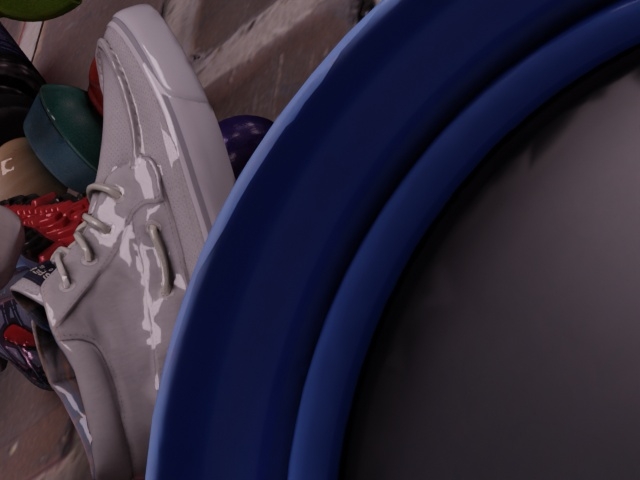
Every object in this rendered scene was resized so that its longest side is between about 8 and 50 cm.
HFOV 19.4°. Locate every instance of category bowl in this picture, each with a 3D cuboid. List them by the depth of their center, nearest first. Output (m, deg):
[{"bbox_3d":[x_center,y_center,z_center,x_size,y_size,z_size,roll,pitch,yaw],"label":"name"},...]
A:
[{"bbox_3d":[0.122,0.091,0.500,0.391,0.077,0.391,-3,85,36],"label":"bowl"}]

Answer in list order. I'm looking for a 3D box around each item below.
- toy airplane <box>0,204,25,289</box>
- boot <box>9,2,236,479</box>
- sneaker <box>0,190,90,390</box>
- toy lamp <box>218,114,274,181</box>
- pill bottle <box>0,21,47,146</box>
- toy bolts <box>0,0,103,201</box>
[{"bbox_3d":[-0.271,0.135,0.998,0.386,0.272,0.384,-33,-29,-62],"label":"toy airplane"},{"bbox_3d":[-0.106,0.000,0.986,0.095,0.123,0.258,108,144,-66],"label":"boot"},{"bbox_3d":[-0.141,0.037,1.152,0.104,0.125,0.262,-33,20,-33],"label":"sneaker"},{"bbox_3d":[0.000,0.000,0.997,0.080,0.080,0.275,-53,24,3],"label":"toy lamp"},{"bbox_3d":[-0.285,-0.114,1.504,0.123,0.123,0.219,-51,40,7],"label":"pill bottle"},{"bbox_3d":[-0.220,-0.130,1.327,0.158,0.228,0.218,-38,24,10],"label":"toy bolts"}]
